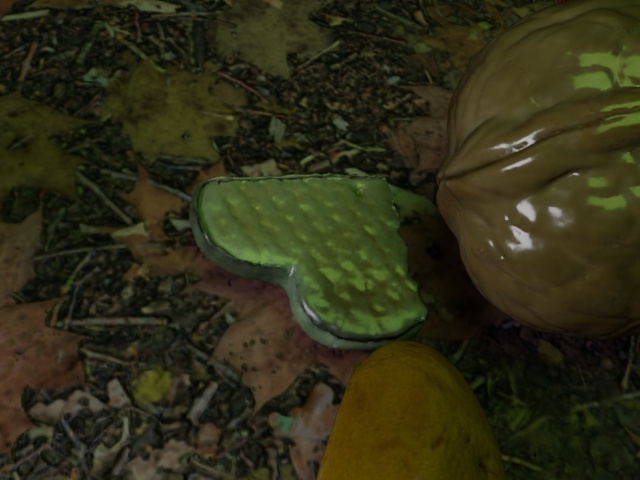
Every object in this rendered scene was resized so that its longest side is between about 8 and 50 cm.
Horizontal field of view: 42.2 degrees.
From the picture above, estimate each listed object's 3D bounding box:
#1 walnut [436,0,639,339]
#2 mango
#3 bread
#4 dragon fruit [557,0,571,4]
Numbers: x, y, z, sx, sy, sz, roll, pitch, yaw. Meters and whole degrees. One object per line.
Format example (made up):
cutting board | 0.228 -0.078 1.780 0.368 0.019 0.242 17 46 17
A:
walnut | 0.243 -0.064 0.704 0.313 0.277 0.252 -8 22 -21
mango | 0.066 0.177 0.613 0.147 0.109 0.227 -2 57 -7
bread | 0.000 0.000 0.737 0.232 0.064 0.172 33 58 8
dragon fruit | 0.337 -0.263 0.937 0.142 0.130 0.121 33 26 12
